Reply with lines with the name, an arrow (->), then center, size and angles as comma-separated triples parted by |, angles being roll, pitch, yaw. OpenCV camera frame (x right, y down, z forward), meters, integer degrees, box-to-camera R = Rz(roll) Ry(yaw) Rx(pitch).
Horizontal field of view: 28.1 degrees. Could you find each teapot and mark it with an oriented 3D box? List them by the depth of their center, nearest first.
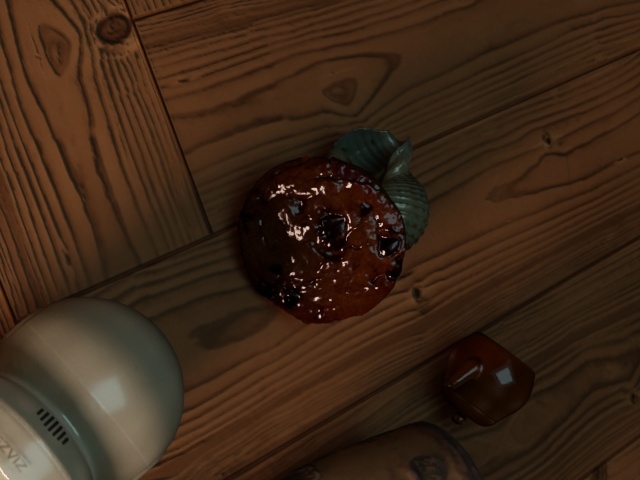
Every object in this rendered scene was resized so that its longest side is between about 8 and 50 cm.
teapot -> 0.198, 0.181, 1.565 | 0.173, 0.116, 0.116 | 39, 59, -57

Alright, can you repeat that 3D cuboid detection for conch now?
conch -> 0.058, -0.049, 1.487 | 0.135, 0.102, 0.153 | 16, 45, -18

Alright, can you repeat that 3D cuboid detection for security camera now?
security camera -> -0.234, 0.156, 1.188 | 0.236, 0.194, 0.195 | -44, 109, -34

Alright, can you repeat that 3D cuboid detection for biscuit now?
biscuit -> 0.000, 0.000, 1.411 | 0.049, 0.192, 0.192 | -54, 125, -77

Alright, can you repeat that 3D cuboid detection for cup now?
cup -> 0.024, 0.362, 1.370 | 0.257, 0.227, 0.301 | -10, 120, -24
